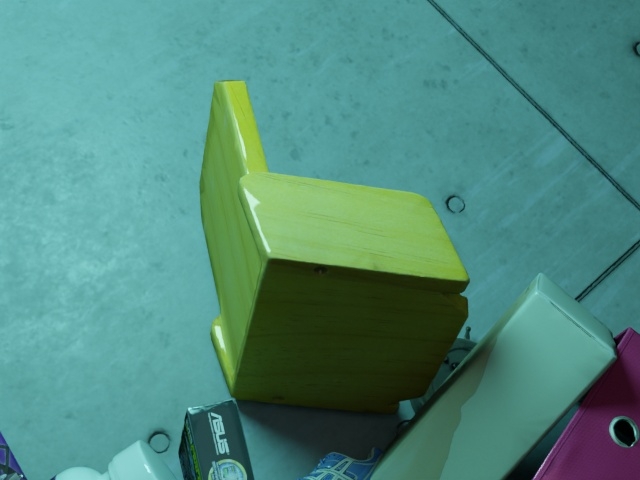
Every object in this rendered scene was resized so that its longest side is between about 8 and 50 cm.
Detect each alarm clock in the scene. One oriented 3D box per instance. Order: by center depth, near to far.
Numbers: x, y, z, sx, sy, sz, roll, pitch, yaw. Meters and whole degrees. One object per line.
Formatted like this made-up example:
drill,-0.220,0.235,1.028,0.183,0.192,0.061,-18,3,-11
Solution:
alarm clock,0.173,0.209,1.506,0.192,0.064,0.129,-40,79,-19

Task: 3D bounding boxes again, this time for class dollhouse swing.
dollhouse swing,0.000,0.000,1.418,0.315,0.347,0.305,7,55,-7

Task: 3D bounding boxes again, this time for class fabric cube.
fabric cube,0.378,0.311,1.386,0.258,0.259,0.254,37,65,7

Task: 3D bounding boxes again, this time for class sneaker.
sneaker,0.001,0.318,1.423,0.211,0.080,0.081,-5,61,-23

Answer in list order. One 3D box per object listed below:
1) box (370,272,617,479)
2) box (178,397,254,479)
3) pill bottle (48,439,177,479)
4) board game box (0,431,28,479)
box,0.211,0.200,1.366,0.121,0.148,0.311,40,103,5
box,-0.106,0.344,1.310,0.060,0.216,0.270,-10,68,-15
pill bottle,-0.290,0.361,1.257,0.301,0.169,0.169,-36,76,-4
board game box,-0.527,0.334,1.336,0.347,0.056,0.208,-29,70,-20
